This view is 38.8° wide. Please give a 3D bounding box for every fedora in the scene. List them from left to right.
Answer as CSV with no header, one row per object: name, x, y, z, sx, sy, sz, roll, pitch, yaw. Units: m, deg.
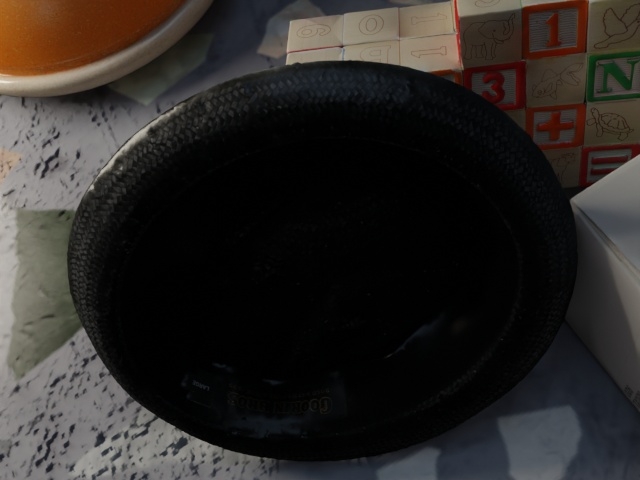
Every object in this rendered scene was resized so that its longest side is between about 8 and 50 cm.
fedora,0.000,0.000,0.632,0.334,0.334,0.152,-6,33,8

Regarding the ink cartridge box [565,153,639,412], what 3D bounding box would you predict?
ink cartridge box,0.297,0.010,0.593,0.232,0.171,0.168,-32,63,-6

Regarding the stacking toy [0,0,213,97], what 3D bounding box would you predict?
stacking toy,-0.280,-0.376,0.719,0.350,0.480,0.351,-4,63,8

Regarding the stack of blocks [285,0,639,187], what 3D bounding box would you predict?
stack of blocks,0.127,-0.123,0.682,0.297,0.171,0.087,-5,47,9
